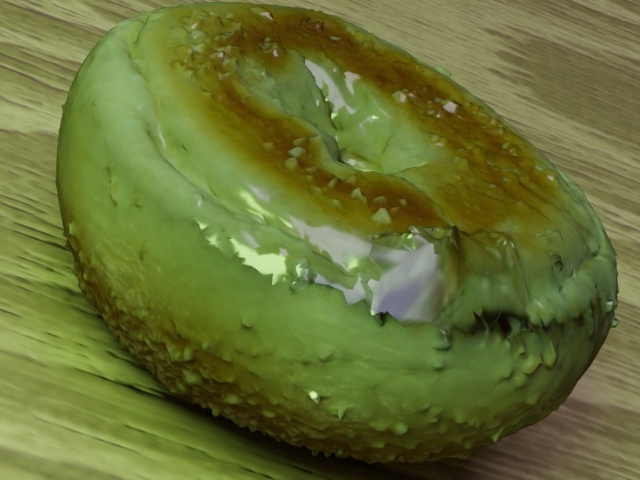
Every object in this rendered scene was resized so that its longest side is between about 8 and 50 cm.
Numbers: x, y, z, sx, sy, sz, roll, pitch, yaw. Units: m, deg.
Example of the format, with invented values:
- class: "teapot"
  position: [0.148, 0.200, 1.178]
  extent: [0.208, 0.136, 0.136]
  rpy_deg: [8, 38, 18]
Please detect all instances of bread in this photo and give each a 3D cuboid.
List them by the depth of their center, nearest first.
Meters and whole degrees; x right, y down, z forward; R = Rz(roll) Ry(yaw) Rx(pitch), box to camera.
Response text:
- class: "bread"
  position: [0.000, 0.000, 0.787]
  extent: [0.306, 0.158, 0.305]
  rpy_deg: [21, 27, -11]
